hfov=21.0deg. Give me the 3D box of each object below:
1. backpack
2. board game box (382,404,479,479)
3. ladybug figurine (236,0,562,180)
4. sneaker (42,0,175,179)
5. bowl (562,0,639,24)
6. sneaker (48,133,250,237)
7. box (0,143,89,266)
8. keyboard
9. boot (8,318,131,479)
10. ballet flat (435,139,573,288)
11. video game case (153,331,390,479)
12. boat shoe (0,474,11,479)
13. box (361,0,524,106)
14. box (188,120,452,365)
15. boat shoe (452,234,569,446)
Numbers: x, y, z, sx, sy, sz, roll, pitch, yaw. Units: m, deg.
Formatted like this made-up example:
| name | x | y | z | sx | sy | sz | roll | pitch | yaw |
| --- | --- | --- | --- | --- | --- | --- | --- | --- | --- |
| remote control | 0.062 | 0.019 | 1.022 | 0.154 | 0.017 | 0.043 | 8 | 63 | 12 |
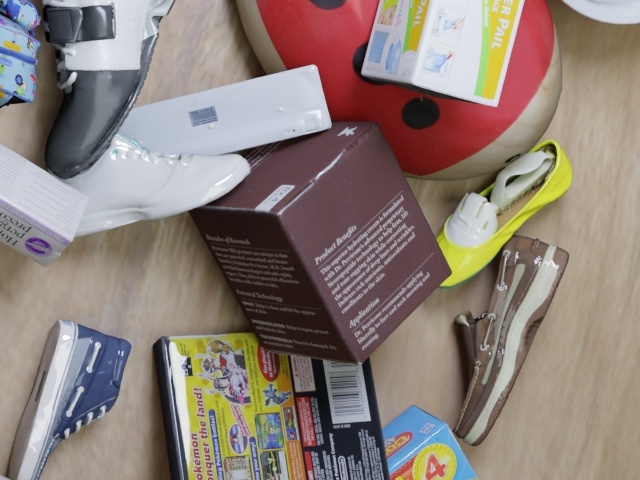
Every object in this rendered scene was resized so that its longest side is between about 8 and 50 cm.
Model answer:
| name | x | y | z | sx | sy | sz | roll | pitch | yaw |
| --- | --- | --- | --- | --- | --- | --- | --- | --- | --- |
| backpack | -0.342 | -0.193 | 1.661 | 0.158 | 0.173 | 0.116 | 19 | 92 | -27 |
| board game box | 0.080 | 0.407 | 2.037 | 0.308 | 0.086 | 0.302 | -37 | 114 | -14 |
| ladybug figurine | 0.100 | -0.236 | 1.870 | 0.449 | 0.162 | 0.305 | 35 | 85 | -27 |
| sneaker | -0.236 | -0.229 | 1.741 | 0.146 | 0.122 | 0.330 | 24 | 80 | -27 |
| bowl | 0.318 | -0.398 | 1.957 | 0.298 | 0.134 | 0.297 | -5 | 103 | -24 |
| sneaker | -0.182 | -0.070 | 1.785 | 0.212 | 0.080 | 0.094 | -15 | 102 | 5 |
| box | -0.383 | -0.088 | 1.686 | 0.324 | 0.063 | 0.067 | 32 | 47 | -19 |
| keyboard | -0.120 | -0.122 | 1.813 | 0.256 | 0.014 | 0.072 | -13 | 106 | 4 |
| boot | -0.265 | 0.184 | 1.833 | 0.086 | 0.069 | 0.190 | 18 | 92 | -22 |
| ballet flat | 0.202 | -0.039 | 2.004 | 0.231 | 0.077 | 0.077 | -38 | 144 | -19 |
| video game case | -0.046 | 0.234 | 1.898 | 0.248 | 0.035 | 0.274 | -2 | 72 | -25 |
| boat shoe | -0.429 | 0.276 | 1.750 | 0.340 | 0.127 | 0.158 | 37 | 107 | -12 |
| box | 0.133 | -0.247 | 1.728 | 0.103 | 0.114 | 0.203 | 12 | 93 | -28 |
| box | 0.000 | 0.000 | 1.847 | 0.168 | 0.167 | 0.203 | -42 | 117 | -29 |
| boat shoe | 0.203 | 0.113 | 2.047 | 0.095 | 0.095 | 0.257 | 24 | 92 | 6 |
